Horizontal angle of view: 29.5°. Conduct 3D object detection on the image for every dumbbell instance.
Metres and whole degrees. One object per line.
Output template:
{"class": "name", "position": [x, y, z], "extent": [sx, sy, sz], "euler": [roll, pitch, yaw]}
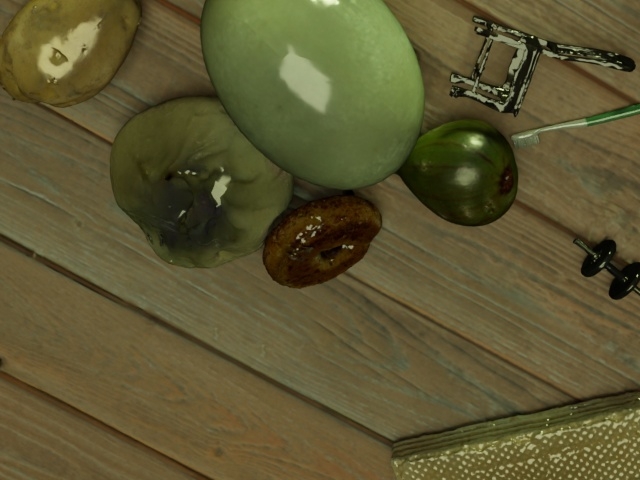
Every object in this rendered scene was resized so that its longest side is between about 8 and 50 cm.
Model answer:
{"class": "dumbbell", "position": [0.430, 0.043, 1.787], "extent": [0.147, 0.069, 0.069], "euler": [38, 110, -10]}

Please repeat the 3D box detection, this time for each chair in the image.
{"class": "chair", "position": [0.303, -0.228, 1.673], "extent": [0.229, 0.106, 0.113], "euler": [17, 112, 0]}

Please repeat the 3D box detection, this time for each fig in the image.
{"class": "fig", "position": [0.156, -0.106, 1.751], "extent": [0.259, 0.151, 0.151], "euler": [10, 115, 32]}

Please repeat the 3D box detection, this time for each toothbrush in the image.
{"class": "toothbrush", "position": [0.399, -0.173, 1.731], "extent": [0.257, 0.018, 0.024], "euler": [-15, 112, 12]}

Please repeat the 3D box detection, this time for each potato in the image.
{"class": "potato", "position": [-0.353, -0.273, 1.714], "extent": [0.234, 0.128, 0.161], "euler": [-19, 113, 7]}

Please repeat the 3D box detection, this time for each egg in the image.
{"class": "egg", "position": [-0.008, -0.228, 1.626], "extent": [0.258, 0.258, 0.352], "euler": [-41, 103, 19]}

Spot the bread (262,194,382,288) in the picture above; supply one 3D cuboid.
{"class": "bread", "position": [0.000, 0.000, 1.777], "extent": [0.193, 0.193, 0.064], "euler": [-39, 60, 18]}

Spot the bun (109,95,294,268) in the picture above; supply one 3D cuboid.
{"class": "bun", "position": [-0.174, -0.081, 1.753], "extent": [0.273, 0.168, 0.273], "euler": [5, 114, 12]}

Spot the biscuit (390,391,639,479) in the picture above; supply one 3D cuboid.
{"class": "biscuit", "position": [0.329, 0.342, 1.912], "extent": [0.426, 0.078, 0.144], "euler": [-13, 109, 10]}
